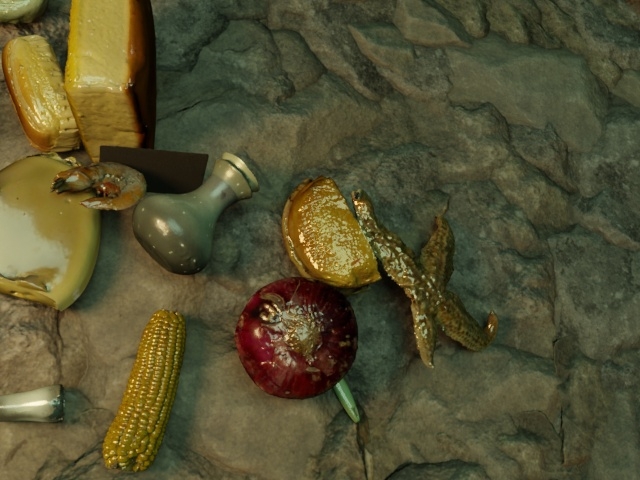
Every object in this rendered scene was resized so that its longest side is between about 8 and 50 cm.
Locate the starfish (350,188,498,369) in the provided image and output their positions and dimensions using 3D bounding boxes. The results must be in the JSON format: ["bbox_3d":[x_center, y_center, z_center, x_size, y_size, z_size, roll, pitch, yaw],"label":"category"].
[{"bbox_3d":[0.248,0.064,1.421,0.324,0.082,0.432,-16,78,-42],"label":"starfish"}]

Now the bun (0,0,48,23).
[{"bbox_3d":[-0.698,-0.553,1.361,0.221,0.108,0.221,5,77,-20],"label":"bun"}]

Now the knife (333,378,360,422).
[{"bbox_3d":[0.017,0.249,1.348,0.043,0.020,0.293,-23,78,-23],"label":"knife"}]

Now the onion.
[{"bbox_3d":[-0.045,0.189,1.256,0.246,0.190,0.247,1,87,-15],"label":"onion"}]

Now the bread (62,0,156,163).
[{"bbox_3d":[-0.405,-0.343,1.264,0.143,0.324,0.333,0,71,-11],"label":"bread"}]

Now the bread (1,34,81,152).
[{"bbox_3d":[-0.570,-0.293,1.286,0.106,0.140,0.236,-19,77,-28],"label":"bread"}]

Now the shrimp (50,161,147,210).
[{"bbox_3d":[-0.418,-0.106,1.200,0.187,0.052,0.132,-16,43,-38],"label":"shrimp"}]

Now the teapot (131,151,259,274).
[{"bbox_3d":[-0.246,-0.059,1.273,0.183,0.183,0.251,43,70,1],"label":"teapot"}]

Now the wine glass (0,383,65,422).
[{"bbox_3d":[-0.535,0.295,1.114,0.155,0.072,0.072,-1,70,-19],"label":"wine glass"}]

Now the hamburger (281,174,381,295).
[{"bbox_3d":[0.000,0.000,1.372,0.156,0.144,0.283,-26,79,-14],"label":"hamburger"}]

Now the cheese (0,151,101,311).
[{"bbox_3d":[-0.547,-0.036,1.209,0.259,0.128,0.316,21,62,-23],"label":"cheese"}]

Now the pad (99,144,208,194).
[{"bbox_3d":[-0.346,-0.142,1.306,0.211,0.143,0.003,3,56,-19],"label":"pad"}]

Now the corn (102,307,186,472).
[{"bbox_3d":[-0.314,0.271,1.181,0.101,0.102,0.313,19,65,-11],"label":"corn"}]
